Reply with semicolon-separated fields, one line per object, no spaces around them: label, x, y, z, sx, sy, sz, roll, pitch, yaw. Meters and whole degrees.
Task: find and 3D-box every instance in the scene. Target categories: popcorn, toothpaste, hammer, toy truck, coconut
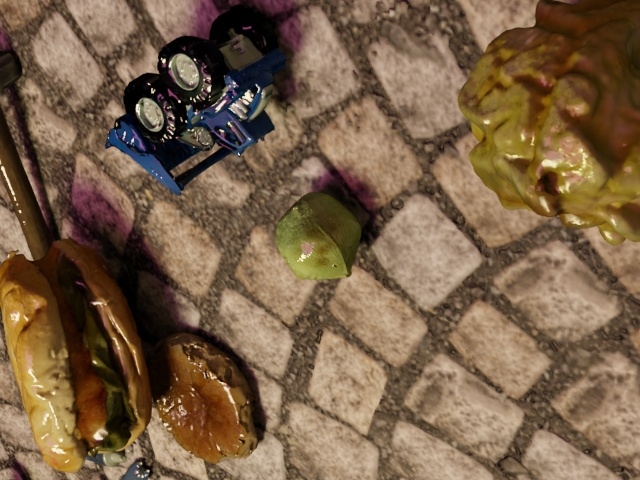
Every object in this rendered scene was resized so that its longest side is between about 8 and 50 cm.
popcorn;0.201;-0.082;0.780;0.187;0.167;0.185;57;173;25
toothpaste;-0.367;0.325;1.643;0.197;0.034;0.057;4;114;43
hammer;-0.396;-0.062;1.377;0.043;0.111;0.365;15;132;35
toy truck;-0.120;-0.134;1.068;0.126;0.113;0.208;54;139;-4
coconut;0.000;0.000;1.075;0.096;0.088;0.088;49;138;12

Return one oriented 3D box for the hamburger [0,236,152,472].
hamburger;-0.304;0.180;1.345;0.209;0.162;0.330;53;147;44

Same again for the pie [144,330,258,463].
pie;-0.152;0.210;1.372;0.195;0.046;0.195;21;128;28

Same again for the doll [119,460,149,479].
doll;-0.292;0.373;1.618;0.037;0.027;0.125;47;134;5

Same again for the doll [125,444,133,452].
doll;-0.312;0.267;1.554;0.057;0.039;0.114;-113;6;-56
